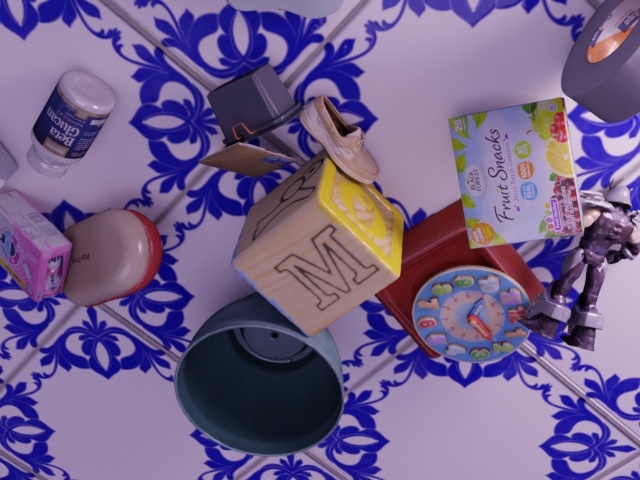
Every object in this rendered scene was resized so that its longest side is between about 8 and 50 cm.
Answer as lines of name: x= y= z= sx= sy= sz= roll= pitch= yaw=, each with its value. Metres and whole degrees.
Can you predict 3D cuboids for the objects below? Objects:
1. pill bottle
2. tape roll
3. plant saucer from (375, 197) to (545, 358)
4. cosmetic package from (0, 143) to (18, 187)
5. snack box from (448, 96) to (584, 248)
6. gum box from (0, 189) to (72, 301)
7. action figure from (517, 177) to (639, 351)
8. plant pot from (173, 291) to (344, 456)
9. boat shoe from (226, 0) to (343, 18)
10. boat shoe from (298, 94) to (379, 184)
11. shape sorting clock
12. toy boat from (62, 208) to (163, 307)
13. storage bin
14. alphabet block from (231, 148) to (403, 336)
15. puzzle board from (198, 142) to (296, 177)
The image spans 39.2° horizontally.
pill bottle: x=-0.411 y=-0.184 z=1.460 sx=0.094 sy=0.094 sz=0.169 roll=32 pitch=120 yaw=-13
tape roll: x=0.427 y=-0.269 z=1.221 sx=0.072 sy=0.219 sz=0.219 roll=32 pitch=120 yaw=-12
plant saucer: x=0.226 y=0.083 z=1.572 sx=0.259 sy=0.047 sz=0.258 roll=-31 pitch=113 yaw=24
cosmetic package: x=-0.678 y=-0.139 z=1.498 sx=0.224 sy=0.138 sz=0.224 roll=-22 pitch=118 yaw=20
snack box: x=0.301 y=-0.102 z=1.379 sx=0.175 sy=0.070 sz=0.207 roll=-8 pitch=95 yaw=20
gum box: x=-0.508 y=0.010 z=1.556 sx=0.188 sy=0.062 sz=0.107 roll=38 pitch=127 yaw=28
action figure: x=0.431 y=0.029 z=1.457 sx=0.185 sy=0.099 sz=0.285 roll=20 pitch=97 yaw=-14
plant pot: x=-0.094 y=0.212 z=1.606 sx=0.293 sy=0.196 sz=0.293 roll=3 pitch=121 yaw=5
boat shoe: x=-0.060 y=-0.374 z=1.318 sx=0.183 sy=0.083 sz=0.065 roll=-2 pitch=126 yaw=-23
boat shoe: x=0.040 y=-0.161 z=1.433 sx=0.170 sy=0.063 sz=0.059 roll=43 pitch=123 yaw=-18
shape sorting clock: x=0.260 y=0.131 z=1.545 sx=0.206 sy=0.040 sz=0.206 roll=3 pitch=122 yaw=5
toy boat: x=-0.345 y=0.030 z=1.568 sx=0.231 sy=0.151 sz=0.151 roll=-17 pitch=79 yaw=45
storage bin: x=-0.112 y=-0.209 z=1.397 sx=0.135 sy=0.098 sz=0.091 roll=-17 pitch=109 yaw=38
alphabet block: x=0.000 y=0.000 z=1.467 sx=0.197 sy=0.192 sz=0.193 roll=-36 pitch=113 yaw=27
puzzle board: x=-0.116 y=-0.130 z=1.446 sx=0.096 sy=0.011 sz=0.128 roll=-19 pitch=160 yaw=39
